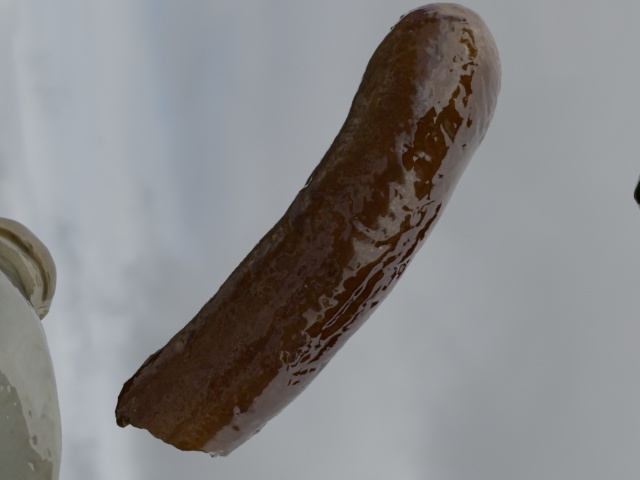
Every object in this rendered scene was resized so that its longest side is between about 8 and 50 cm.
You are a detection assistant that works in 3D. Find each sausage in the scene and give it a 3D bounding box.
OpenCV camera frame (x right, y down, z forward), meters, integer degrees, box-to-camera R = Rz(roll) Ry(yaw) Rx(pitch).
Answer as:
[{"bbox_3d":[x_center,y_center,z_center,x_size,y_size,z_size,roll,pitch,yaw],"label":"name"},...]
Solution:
[{"bbox_3d":[0.003,0.001,0.954,0.302,0.076,0.103,-52,-145,4],"label":"sausage"}]

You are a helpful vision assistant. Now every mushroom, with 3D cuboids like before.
[{"bbox_3d":[-0.225,0.087,1.099,0.350,0.128,0.128,-102,-170,-62],"label":"mushroom"}]

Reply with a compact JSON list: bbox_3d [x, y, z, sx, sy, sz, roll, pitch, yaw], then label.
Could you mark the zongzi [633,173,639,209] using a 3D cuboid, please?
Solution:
[{"bbox_3d":[0.364,-0.149,0.800,0.403,0.208,0.432,-23,-151,52],"label":"zongzi"}]
